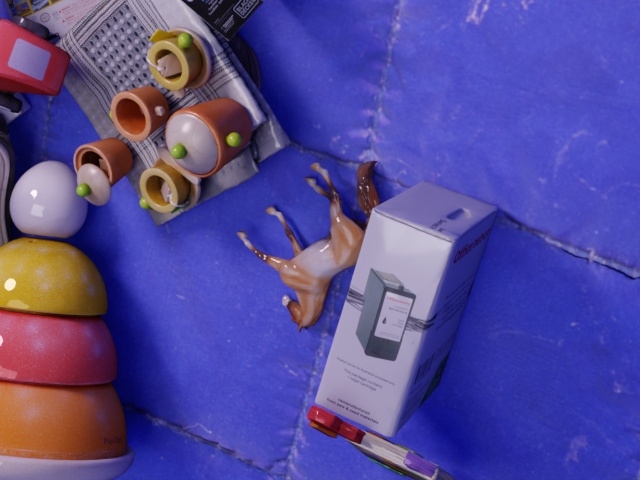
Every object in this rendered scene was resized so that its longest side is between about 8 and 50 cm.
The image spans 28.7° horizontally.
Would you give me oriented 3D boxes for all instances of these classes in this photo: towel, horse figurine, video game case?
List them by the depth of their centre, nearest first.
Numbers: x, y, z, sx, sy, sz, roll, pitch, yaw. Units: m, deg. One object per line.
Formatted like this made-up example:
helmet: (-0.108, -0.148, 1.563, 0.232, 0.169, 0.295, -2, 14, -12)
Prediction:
towel: (-0.228, -0.199, 1.780, 0.312, 0.056, 0.324, -29, 97, 40)
horse figurine: (0.000, 0.000, 1.783, 0.263, 0.066, 0.174, -40, 81, 29)
video game case: (-0.376, -0.382, 1.854, 0.227, 0.026, 0.206, -18, 97, 27)

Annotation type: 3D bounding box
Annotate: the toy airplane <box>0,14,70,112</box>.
toy airplane: (-0.588, -0.315, 1.735, 0.384, 0.272, 0.386, -25, 89, -4)

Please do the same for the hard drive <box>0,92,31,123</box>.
hard drive: (-0.643, -0.288, 1.941, 0.233, 0.047, 0.353, -30, 103, 27)

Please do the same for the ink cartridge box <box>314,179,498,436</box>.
ink cartridge box: (0.118, 0.083, 1.676, 0.121, 0.211, 0.289, 23, 111, 17)

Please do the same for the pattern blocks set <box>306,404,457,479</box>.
pattern blocks set: (0.113, 0.300, 1.704, 0.285, 0.325, 0.026, 25, 79, 11)

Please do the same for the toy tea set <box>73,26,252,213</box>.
toy tea set: (-0.237, -0.127, 1.716, 0.200, 0.124, 0.336, 49, 133, 4)

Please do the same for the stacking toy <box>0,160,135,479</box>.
stacking toy: (-0.431, 0.118, 1.914, 0.350, 0.350, 0.480, 7, 88, 21)

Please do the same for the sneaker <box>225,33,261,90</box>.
sneaker: (-0.147, -0.282, 1.760, 0.066, 0.071, 0.188, -22, 95, 26)

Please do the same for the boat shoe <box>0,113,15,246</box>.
boat shoe: (-0.534, -0.057, 1.971, 0.112, 0.095, 0.335, 12, 131, -12)

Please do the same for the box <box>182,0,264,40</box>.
box: (-0.178, -0.418, 1.638, 0.290, 0.169, 0.087, 40, 130, -11)
